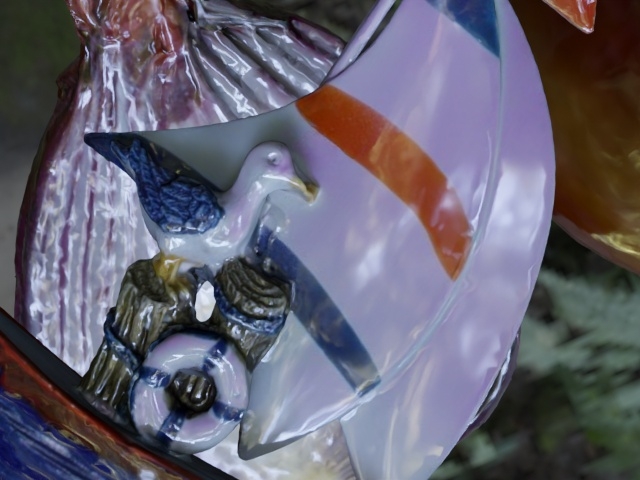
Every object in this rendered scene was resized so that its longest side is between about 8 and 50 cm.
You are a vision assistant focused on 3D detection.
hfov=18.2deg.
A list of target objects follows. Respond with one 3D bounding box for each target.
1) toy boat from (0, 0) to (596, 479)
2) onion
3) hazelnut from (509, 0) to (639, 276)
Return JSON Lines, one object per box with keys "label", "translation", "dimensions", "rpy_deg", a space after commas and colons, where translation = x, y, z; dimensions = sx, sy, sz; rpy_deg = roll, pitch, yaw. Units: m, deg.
{"label": "toy boat", "translation": [0.008, 0.029, 0.723], "dimensions": [0.318, 0.219, 0.072], "rpy_deg": [-34, 177, 2]}
{"label": "onion", "translation": [-0.046, -0.023, 1.071], "dimensions": [0.267, 0.349, 0.159], "rpy_deg": [-15, -166, 2]}
{"label": "hazelnut", "translation": [0.220, -0.178, 0.986], "dimensions": [0.402, 0.429, 0.402], "rpy_deg": [7, 166, 2]}
